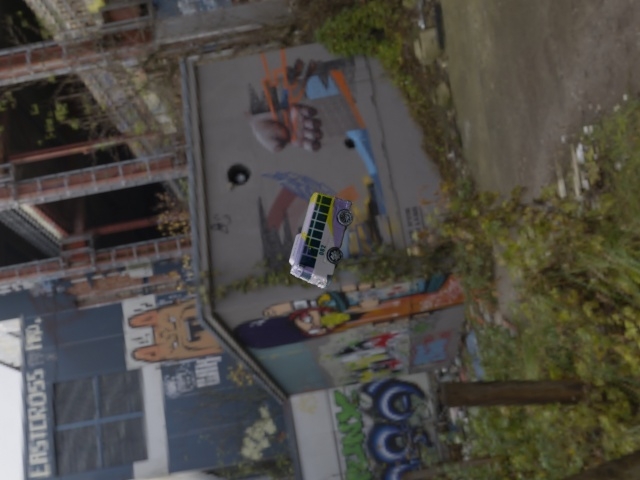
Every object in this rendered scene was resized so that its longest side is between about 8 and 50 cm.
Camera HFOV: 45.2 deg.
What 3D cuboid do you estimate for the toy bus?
[{"bbox_3d":[0.000,0.000,0.898,0.052,0.058,0.102,121,165,-74],"label":"toy bus"}]
